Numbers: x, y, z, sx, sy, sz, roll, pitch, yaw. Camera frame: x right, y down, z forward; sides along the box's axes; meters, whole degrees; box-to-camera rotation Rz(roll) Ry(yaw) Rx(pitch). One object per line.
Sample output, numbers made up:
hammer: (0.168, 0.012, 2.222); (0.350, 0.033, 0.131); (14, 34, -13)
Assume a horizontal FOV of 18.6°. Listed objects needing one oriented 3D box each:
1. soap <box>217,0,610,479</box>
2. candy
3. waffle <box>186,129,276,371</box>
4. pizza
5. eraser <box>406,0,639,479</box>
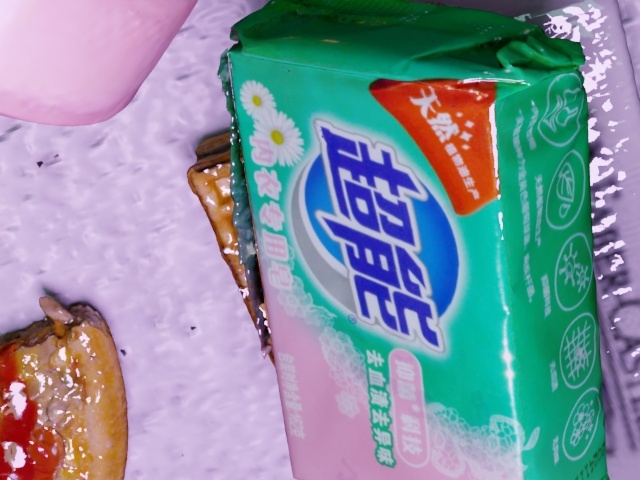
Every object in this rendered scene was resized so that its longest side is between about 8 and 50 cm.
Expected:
soap: (0.057, 0.016, 0.973); (0.218, 0.098, 0.273); (11, 123, 31)
candy: (-0.169, -0.155, 0.922); (0.255, 0.255, 0.094); (32, 110, -11)
waffle: (0.000, 0.000, 1.082); (0.102, 0.042, 0.148); (-21, 110, 9)
pizza: (-0.211, 0.118, 1.125); (0.199, 0.062, 0.188); (4, 110, 0)
eraser: (0.128, -0.012, 1.057); (0.111, 0.077, 0.352); (-14, 111, 7)
